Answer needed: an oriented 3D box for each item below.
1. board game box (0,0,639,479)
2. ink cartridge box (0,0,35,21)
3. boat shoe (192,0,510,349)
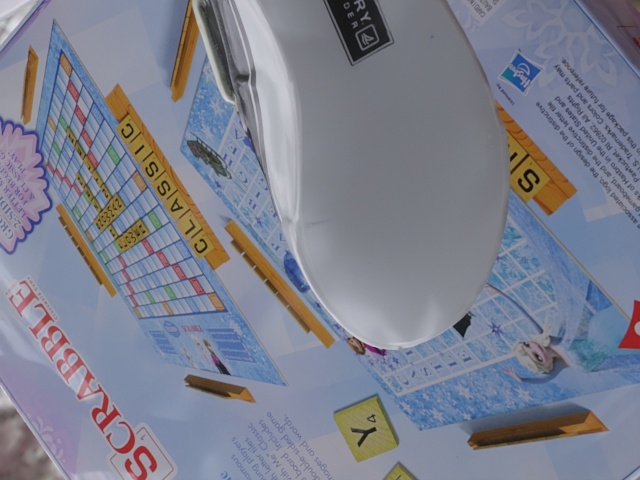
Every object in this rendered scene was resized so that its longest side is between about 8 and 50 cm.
[{"bbox_3d":[0.000,0.000,0.734,0.319,0.318,0.066,53,-154,14],"label":"board game box"},{"bbox_3d":[-0.115,-0.260,0.418,0.395,0.285,0.166,57,180,33],"label":"ink cartridge box"},{"bbox_3d":[0.003,-0.067,0.561,0.070,0.077,0.219,48,158,57],"label":"boat shoe"}]
